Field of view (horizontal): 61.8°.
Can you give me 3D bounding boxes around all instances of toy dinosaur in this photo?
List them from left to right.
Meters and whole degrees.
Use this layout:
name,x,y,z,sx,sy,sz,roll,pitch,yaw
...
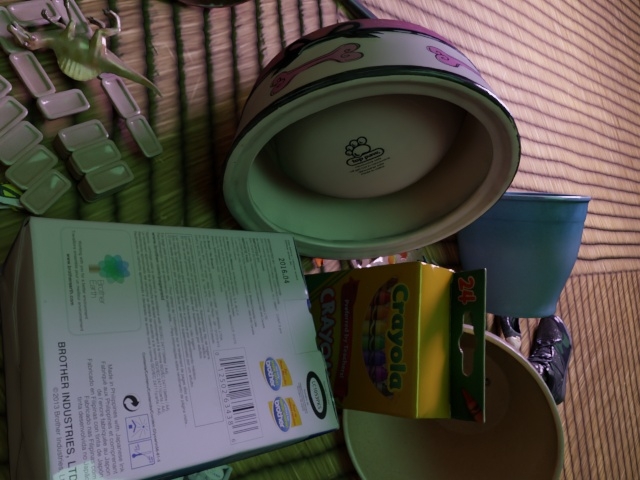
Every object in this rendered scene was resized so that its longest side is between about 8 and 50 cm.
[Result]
name,x,y,z,sx,sy,sz,roll,pitch,yaw
toy dinosaur,-0.286,-0.241,0.674,0.183,0.053,0.092,16,80,-28

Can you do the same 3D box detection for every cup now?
name,x,y,z,sx,sy,sz,roll,pitch,yaw
cup,0.231,0.287,0.918,0.237,0.331,0.330,-4,84,-68

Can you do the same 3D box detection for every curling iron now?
name,x,y,z,sx,sy,sz,roll,pitch,yaw
curling iron,0.121,-0.424,1.100,0.274,0.035,0.068,39,58,-31

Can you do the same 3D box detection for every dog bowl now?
name,x,y,z,sx,sy,sz,roll,pitch,yaw
dog bowl,0.064,-0.132,0.774,0.408,0.408,0.150,22,50,-37

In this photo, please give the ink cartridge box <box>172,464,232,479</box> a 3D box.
name,x,y,z,sx,sy,sz,roll,pitch,yaw
ink cartridge box,-0.232,0.337,0.638,0.206,0.045,0.208,40,60,-31

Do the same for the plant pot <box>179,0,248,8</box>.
name,x,y,z,sx,sy,sz,roll,pitch,yaw
plant pot,-0.166,-0.502,0.765,0.215,0.215,0.230,-4,70,-42

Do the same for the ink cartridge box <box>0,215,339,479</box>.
name,x,y,z,sx,sy,sz,roll,pitch,yaw
ink cartridge box,-0.145,0.132,0.645,0.396,0.151,0.269,2,66,-40

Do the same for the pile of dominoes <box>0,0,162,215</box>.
name,x,y,z,sx,sy,sz,roll,pitch,yaw
pile of dominoes,-0.332,-0.165,0.657,0.196,0.040,0.251,-36,99,-42

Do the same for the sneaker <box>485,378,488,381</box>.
name,x,y,z,sx,sy,sz,roll,pitch,yaw
sneaker,0.393,0.359,1.165,0.145,0.090,0.270,27,63,-33

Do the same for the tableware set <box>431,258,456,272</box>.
name,x,y,z,sx,sy,sz,roll,pitch,yaw
tableware set,0.256,0.123,1.129,0.104,0.024,0.154,37,59,-31

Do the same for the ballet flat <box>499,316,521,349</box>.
name,x,y,z,sx,sy,sz,roll,pitch,yaw
ballet flat,0.457,0.176,1.266,0.057,0.049,0.173,32,51,-32

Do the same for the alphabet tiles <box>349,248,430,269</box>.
name,x,y,z,sx,sy,sz,roll,pitch,yaw
alphabet tiles,0.145,0.057,1.036,0.198,0.009,0.237,-30,96,-41

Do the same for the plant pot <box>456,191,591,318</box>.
name,x,y,z,sx,sy,sz,roll,pitch,yaw
plant pot,0.418,0.025,1.150,0.272,0.272,0.255,-4,99,-42

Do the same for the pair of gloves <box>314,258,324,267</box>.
name,x,y,z,sx,sy,sz,roll,pitch,yaw
pair of gloves,0.000,0.000,0.931,0.083,0.010,0.074,-36,105,-43

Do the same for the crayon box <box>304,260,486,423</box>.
name,x,y,z,sx,sy,sz,roll,pitch,yaw
crayon box,0.079,0.141,0.767,0.081,0.319,0.202,16,71,-39

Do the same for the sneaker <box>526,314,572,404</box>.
name,x,y,z,sx,sy,sz,roll,pitch,yaw
sneaker,0.561,0.289,1.331,0.130,0.087,0.227,25,72,-44

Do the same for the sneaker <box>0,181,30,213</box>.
name,x,y,z,sx,sy,sz,roll,pitch,yaw
sneaker,-0.358,-0.054,0.609,0.083,0.031,0.035,18,64,-48
